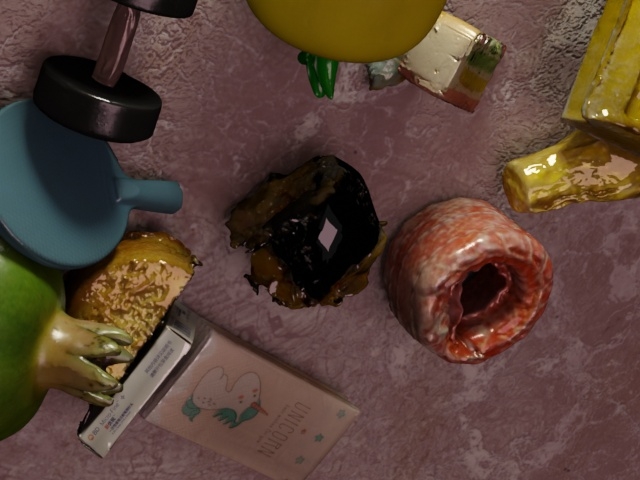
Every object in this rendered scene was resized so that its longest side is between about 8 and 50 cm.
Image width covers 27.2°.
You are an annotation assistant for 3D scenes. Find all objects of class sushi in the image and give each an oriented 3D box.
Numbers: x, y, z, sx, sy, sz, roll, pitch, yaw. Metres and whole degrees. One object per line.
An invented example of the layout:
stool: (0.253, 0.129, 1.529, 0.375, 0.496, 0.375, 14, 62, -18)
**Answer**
sushi: (-0.006, 0.003, 1.828, 0.200, 0.213, 0.204, -27, 115, 17)

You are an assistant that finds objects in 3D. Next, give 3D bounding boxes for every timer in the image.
timer: (0.021, -0.300, 1.622, 0.285, 0.285, 0.285, -13, 122, -21)

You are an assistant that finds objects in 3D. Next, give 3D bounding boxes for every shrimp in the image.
shrimp: (0.086, -0.293, 1.786, 0.166, 0.049, 0.161, 38, 94, -36)

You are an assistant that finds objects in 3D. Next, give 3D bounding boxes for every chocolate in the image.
chocolate: (0.492, -0.128, 2.021, 0.446, 0.162, 0.162, -18, 124, -16)

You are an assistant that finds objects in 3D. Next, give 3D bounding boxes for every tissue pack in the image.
tissue pack: (-0.108, 0.247, 1.977, 0.325, 0.071, 0.170, 32, 98, -38)

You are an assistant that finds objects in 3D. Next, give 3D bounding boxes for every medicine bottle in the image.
medicine bottle: (-0.248, 0.183, 1.808, 0.052, 0.171, 0.201, 37, 95, -8)

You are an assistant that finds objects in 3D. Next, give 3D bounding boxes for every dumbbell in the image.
dumbbell: (-0.242, -0.241, 1.577, 0.153, 0.152, 0.218, 10, 112, -31)

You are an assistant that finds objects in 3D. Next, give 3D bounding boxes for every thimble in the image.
thimble: (0.219, 0.061, 1.983, 0.239, 0.162, 0.239, -13, 122, -22)

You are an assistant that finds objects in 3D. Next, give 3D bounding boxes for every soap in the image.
soap: (0.546, -0.267, 1.870, 0.304, 0.169, 0.338, 22, 90, -10)

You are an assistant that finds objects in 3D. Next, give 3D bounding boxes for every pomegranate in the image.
pomegranate: (-0.413, 0.124, 1.594, 0.359, 0.216, 0.309, 15, 101, 7)

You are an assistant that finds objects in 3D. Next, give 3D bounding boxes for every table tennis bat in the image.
table tennis bat: (-0.298, -0.066, 1.648, 0.044, 0.215, 0.329, -20, 165, 34)

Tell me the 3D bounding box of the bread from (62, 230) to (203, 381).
bread: (-0.272, 0.082, 1.745, 0.139, 0.143, 0.229, 35, 93, -23)

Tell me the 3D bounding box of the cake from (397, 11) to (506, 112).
cake: (0.185, -0.247, 1.830, 0.109, 0.090, 0.225, -63, 162, 9)
